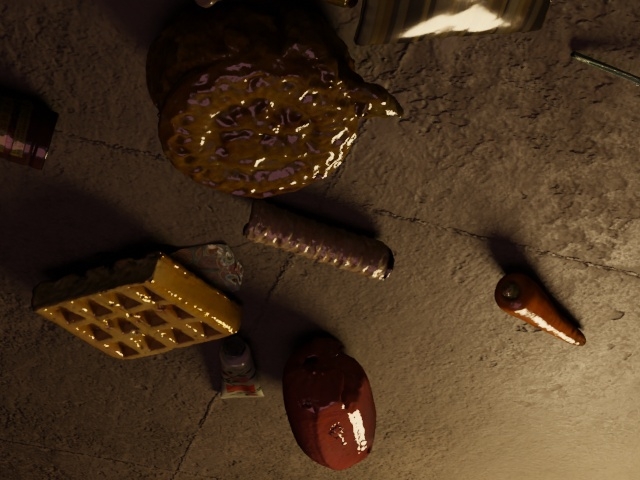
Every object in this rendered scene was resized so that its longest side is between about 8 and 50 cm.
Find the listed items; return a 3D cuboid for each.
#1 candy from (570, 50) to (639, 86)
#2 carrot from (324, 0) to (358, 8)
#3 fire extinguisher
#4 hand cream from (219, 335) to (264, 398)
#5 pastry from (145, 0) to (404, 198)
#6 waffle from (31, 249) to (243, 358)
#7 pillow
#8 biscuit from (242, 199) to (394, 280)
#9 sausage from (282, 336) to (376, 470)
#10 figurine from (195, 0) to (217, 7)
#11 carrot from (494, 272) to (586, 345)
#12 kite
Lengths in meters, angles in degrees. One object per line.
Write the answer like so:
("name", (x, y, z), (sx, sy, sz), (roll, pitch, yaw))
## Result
("candy", (0.369, -0.169, 1.116), (0.202, 0.061, 0.061), (20, 142, -8))
("carrot", (-0.030, -0.276, 0.974), (0.173, 0.082, 0.082), (13, 143, -7))
("fire extinguisher", (-0.448, -0.146, 1.198), (0.252, 0.075, 0.106), (16, 143, -17))
("hand cream", (-0.141, 0.227, 1.717), (0.080, 0.050, 0.234), (-1, 150, 0))
("pastry", (-0.069, -0.166, 1.106), (0.240, 0.132, 0.235), (26, 130, -38))
("waffle", (-0.276, 0.106, 1.527), (0.247, 0.055, 0.221), (-15, 146, 26))
("pillow", (0.143, -0.271, 0.972), (0.212, 0.052, 0.208), (-8, 149, -11))
("biscuit", (0.000, 0.000, 1.375), (0.219, 0.055, 0.061), (16, 107, -18))
("sausage", (0.017, 0.278, 1.680), (0.152, 0.152, 0.280), (-2, 141, 9))
("figurine", (-0.072, -0.329, 0.767), (0.173, 0.247, 0.177), (37, 157, -8))
("carrot", (0.332, 0.107, 1.503), (0.061, 0.061, 0.256), (-22, 146, 31))
("kite", (-0.228, 0.040, 1.490), (0.229, 0.016, 0.127), (0, 141, 0))
